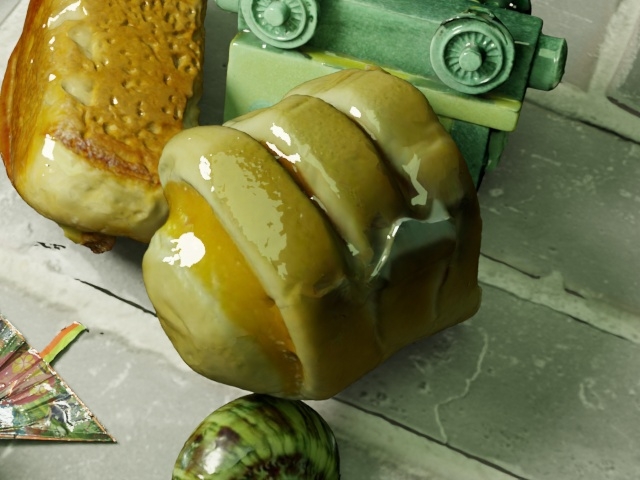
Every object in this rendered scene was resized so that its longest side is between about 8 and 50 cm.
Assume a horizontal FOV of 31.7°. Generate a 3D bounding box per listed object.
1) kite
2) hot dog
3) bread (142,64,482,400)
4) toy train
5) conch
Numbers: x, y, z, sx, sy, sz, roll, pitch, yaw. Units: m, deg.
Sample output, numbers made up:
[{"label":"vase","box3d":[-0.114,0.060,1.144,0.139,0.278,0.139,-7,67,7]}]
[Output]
[{"label":"kite","box3d":[-0.319,0.155,1.208,0.241,0.014,0.183,38,64,18]},{"label":"hot dog","box3d":[-0.248,-0.160,1.265,0.185,0.223,0.405,17,56,-27]},{"label":"bread","box3d":[0.000,0.000,1.088,0.341,0.210,0.301,-21,103,-33]},{"label":"toy train","box3d":[0.067,-0.193,1.263,0.397,0.253,0.160,15,38,9]},{"label":"conch","box3d":[-0.055,0.238,1.104,0.187,0.124,0.181,-13,65,-17]}]
